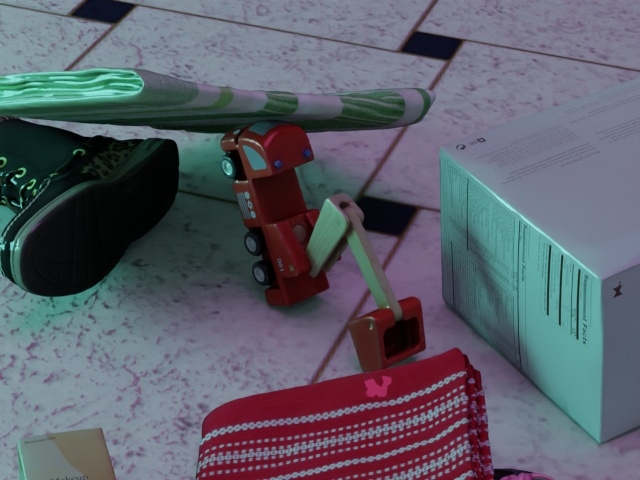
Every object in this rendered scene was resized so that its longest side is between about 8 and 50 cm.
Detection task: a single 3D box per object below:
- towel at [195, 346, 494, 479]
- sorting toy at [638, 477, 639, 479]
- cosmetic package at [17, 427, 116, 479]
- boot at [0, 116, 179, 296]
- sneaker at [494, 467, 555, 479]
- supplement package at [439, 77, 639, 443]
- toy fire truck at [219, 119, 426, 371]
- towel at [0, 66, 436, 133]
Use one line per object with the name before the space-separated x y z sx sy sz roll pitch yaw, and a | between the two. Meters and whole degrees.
towel | 0.011 0.162 1.166 0.199 0.031 0.275 -13 25 7
sorting toy | 0.255 0.166 1.235 0.075 0.045 0.083 26 38 21
cosmetic package | -0.157 0.172 1.195 0.060 0.041 0.115 -8 33 -15
boot | -0.237 -0.034 1.485 0.179 0.085 0.236 13 27 20
sneaker | 0.098 0.167 1.228 0.119 0.047 0.057 2 10 -1
supplement package | 0.222 0.007 1.370 0.194 0.149 0.203 -20 38 -21
toy fire truck | 0.000 0.000 1.393 0.047 0.192 0.135 -22 11 -36
towel | -0.097 -0.112 1.481 0.248 0.038 0.325 2 0 44
